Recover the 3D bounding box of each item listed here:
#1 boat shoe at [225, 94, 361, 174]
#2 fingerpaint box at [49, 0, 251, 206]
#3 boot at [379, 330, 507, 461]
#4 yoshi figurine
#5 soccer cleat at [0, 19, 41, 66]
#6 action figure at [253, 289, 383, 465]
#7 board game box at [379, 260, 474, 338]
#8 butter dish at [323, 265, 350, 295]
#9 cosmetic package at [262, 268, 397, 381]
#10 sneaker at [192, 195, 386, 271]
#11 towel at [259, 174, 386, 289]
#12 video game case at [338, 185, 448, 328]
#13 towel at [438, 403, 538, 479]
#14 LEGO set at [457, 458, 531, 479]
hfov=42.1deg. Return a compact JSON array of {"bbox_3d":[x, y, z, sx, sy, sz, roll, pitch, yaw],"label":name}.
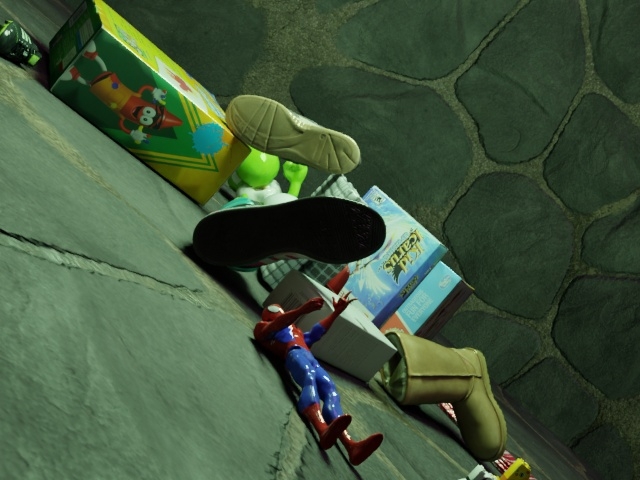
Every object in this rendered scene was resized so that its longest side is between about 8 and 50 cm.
[{"bbox_3d":[-0.051,-0.197,1.615,0.285,0.102,0.092,22,-3,14],"label":"boat shoe"},{"bbox_3d":[-0.370,-0.304,1.739,0.371,0.163,0.445,38,8,-29],"label":"fingerpaint box"},{"bbox_3d":[0.223,0.295,1.542,0.269,0.089,0.236,15,53,-47],"label":"boot"},{"bbox_3d":[-0.111,-0.111,1.985,0.203,0.203,0.362,26,12,-50],"label":"yoshi figurine"},{"bbox_3d":[-0.524,-0.337,1.443,0.072,0.060,0.179,42,1,-12],"label":"soccer cleat"},{"bbox_3d":[0.006,0.132,1.028,0.091,0.139,0.280,40,2,-36],"label":"action figure"},{"bbox_3d":[0.247,0.174,1.949,0.064,0.242,0.316,42,4,17],"label":"board game box"},{"bbox_3d":[0.010,0.048,1.783,0.160,0.118,0.160,44,-10,15],"label":"butter dish"},{"bbox_3d":[0.020,0.141,1.343,0.117,0.085,0.231,46,7,35],"label":"cosmetic package"},{"bbox_3d":[-0.058,-0.009,1.316,0.296,0.123,0.178,-2,3,-12],"label":"sneaker"},{"bbox_3d":[0.000,0.000,1.570,0.121,0.235,0.283,45,5,-10],"label":"towel"},{"bbox_3d":[0.127,0.042,1.996,0.244,0.269,0.061,44,6,31],"label":"video game case"},{"bbox_3d":[0.369,0.440,1.796,0.275,0.031,0.199,45,5,39],"label":"towel"},{"bbox_3d":[0.304,0.395,1.260,0.227,0.093,0.087,41,4,-11],"label":"LEGO set"}]
